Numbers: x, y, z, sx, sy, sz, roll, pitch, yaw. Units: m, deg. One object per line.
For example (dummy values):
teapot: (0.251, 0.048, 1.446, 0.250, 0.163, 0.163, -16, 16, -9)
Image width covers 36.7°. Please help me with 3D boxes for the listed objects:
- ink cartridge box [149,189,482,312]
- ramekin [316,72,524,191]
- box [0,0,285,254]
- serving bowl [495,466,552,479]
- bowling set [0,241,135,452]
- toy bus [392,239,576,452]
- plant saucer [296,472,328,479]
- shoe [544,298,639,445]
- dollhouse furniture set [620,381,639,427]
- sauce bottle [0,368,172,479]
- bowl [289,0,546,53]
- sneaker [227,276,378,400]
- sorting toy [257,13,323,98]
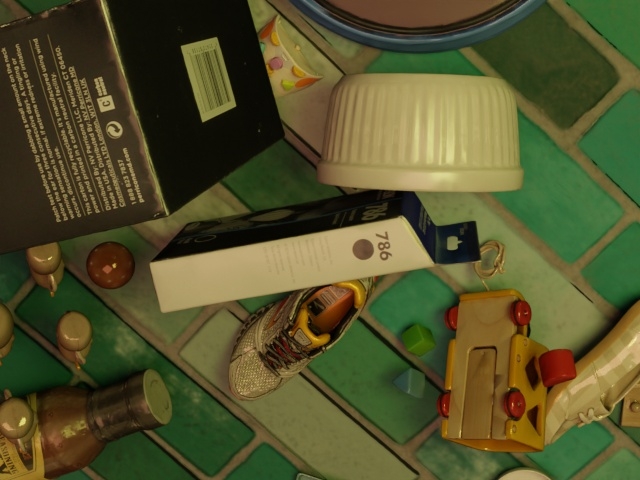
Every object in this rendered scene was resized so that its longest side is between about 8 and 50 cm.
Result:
ink cartridge box: (0.000, 0.000, 1.027, 0.333, 0.165, 0.065, -9, 103, 8)
ramekin: (0.101, -0.109, 0.969, 0.207, 0.207, 0.109, 3, 97, 6)
box: (-0.241, -0.115, 0.912, 0.312, 0.343, 0.179, -11, 103, 17)
serving bowl: (0.244, 0.306, 1.158, 0.083, 0.027, 0.083, 1, 106, 5)
bowling set: (-0.306, 0.081, 1.098, 0.200, 0.154, 0.287, -15, 80, -19)
toy bus: (0.201, 0.138, 1.071, 0.104, 0.191, 0.202, 27, 109, -43)
plant saucer: (-0.020, 0.379, 1.214, 0.067, 0.018, 0.192, 16, 108, 1)
shoe: (0.316, 0.157, 1.076, 0.219, 0.076, 0.058, -51, 58, 14)
dollhouse furniture set: (0.406, 0.167, 1.037, 0.123, 0.151, 0.144, 3, 104, 6)
sauce bottle: (-0.346, 0.238, 1.164, 0.344, 0.111, 0.111, -22, 102, 11)
bowl: (0.098, -0.380, 0.953, 0.391, 0.077, 0.391, 2, 106, 6)
sneaker: (-0.029, 0.101, 1.096, 0.088, 0.093, 0.225, 41, 107, -6)
sorting toy: (-0.054, -0.187, 1.049, 0.075, 0.045, 0.083, -31, 101, 33)
